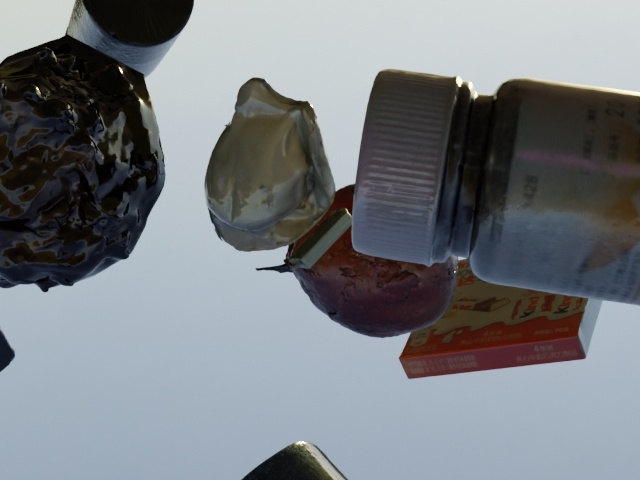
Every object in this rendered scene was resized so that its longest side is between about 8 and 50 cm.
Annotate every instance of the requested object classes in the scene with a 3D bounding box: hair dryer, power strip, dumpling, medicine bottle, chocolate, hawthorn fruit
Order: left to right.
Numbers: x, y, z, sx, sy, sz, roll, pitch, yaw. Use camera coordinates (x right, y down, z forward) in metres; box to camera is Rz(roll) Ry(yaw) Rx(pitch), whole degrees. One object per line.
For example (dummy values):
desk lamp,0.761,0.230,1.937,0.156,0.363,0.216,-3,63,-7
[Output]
chocolate,-0.259,-0.068,1.048,0.206,0.224,0.177,28,-176,20
hair dryer,-0.220,-0.327,1.403,0.116,0.303,0.244,1,174,-19
dumpling,-0.050,-0.068,1.298,0.136,0.199,0.118,20,-143,17
power strip,0.000,0.000,1.281,0.083,0.017,0.027,-47,-158,-19
hawthorn fruit,0.043,0.025,1.475,0.235,0.181,0.181,-3,-163,-16
medicine bottle,0.169,-0.043,0.998,0.273,0.165,0.165,8,-154,6

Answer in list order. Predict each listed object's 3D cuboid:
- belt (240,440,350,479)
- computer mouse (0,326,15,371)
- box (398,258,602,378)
belt,-0.026,0.204,0.803,0.082,0.190,0.141,41,-108,18
computer mouse,-0.555,0.115,1.826,0.168,0.295,0.087,-26,-149,-6
box,0.278,0.096,1.877,0.273,0.048,0.265,-11,-154,28
